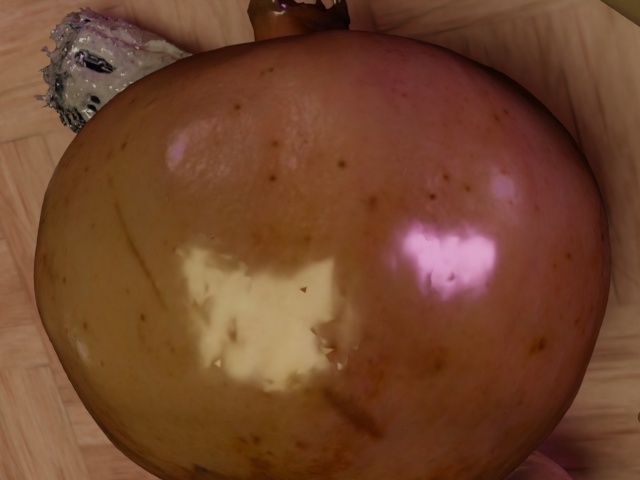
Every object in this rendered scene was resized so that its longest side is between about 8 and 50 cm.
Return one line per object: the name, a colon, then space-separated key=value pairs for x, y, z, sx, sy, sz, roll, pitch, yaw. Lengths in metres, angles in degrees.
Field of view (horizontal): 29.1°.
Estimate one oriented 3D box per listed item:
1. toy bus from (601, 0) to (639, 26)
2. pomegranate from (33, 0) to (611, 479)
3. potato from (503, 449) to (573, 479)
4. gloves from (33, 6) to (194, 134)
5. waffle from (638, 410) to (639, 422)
toy bus: x=0.292 y=-0.121 z=0.584 sx=0.365 sy=0.202 sz=0.177 roll=36 pitch=123 yaw=13
pomegranate: x=0.000 y=0.000 z=0.743 sx=0.338 sy=0.338 sz=0.338 roll=11 pitch=114 yaw=25
potato: x=0.083 y=0.207 z=0.856 sx=0.234 sy=0.161 sz=0.128 roll=-14 pitch=118 yaw=34
gloves: x=-0.137 y=-0.100 z=0.908 sx=0.153 sy=0.070 sz=0.114 roll=27 pitch=120 yaw=15
waffle: x=0.336 y=0.145 z=0.748 sx=0.293 sy=0.069 sz=0.260 roll=-33 pitch=89 yaw=37
